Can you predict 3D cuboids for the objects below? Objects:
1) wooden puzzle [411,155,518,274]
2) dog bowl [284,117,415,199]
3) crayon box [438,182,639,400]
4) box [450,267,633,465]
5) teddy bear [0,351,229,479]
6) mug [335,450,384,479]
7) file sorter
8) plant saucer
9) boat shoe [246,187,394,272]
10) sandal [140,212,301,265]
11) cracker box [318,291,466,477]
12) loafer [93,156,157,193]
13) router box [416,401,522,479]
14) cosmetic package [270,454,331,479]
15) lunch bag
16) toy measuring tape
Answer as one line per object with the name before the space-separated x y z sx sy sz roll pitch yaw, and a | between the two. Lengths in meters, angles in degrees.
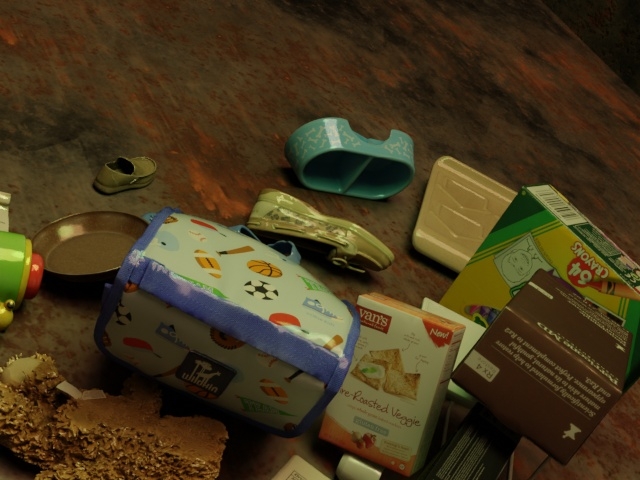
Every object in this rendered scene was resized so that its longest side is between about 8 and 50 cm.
wooden puzzle | 0.357 -0.007 2.233 0.322 0.080 0.348 28 38 -3
dog bowl | 0.069 -0.163 2.143 0.297 0.166 0.074 9 50 -30
crayon box | 0.432 0.131 1.879 0.106 0.313 0.363 -9 49 -48
box | 0.336 0.168 1.506 0.191 0.143 0.381 37 18 11
teddy bear | -0.297 0.261 1.352 0.338 0.113 0.245 13 27 -14
mug | 0.058 0.349 1.546 0.064 0.078 0.062 25 75 8
file sorter | 0.241 0.266 1.677 0.278 0.173 0.193 28 33 -3
plant saucer | -0.360 0.014 1.624 0.198 0.036 0.198 -2 30 1
boat shoe | 0.000 0.000 1.936 0.285 0.104 0.089 24 71 -1
sandal | -0.159 0.021 1.734 0.317 0.138 0.126 22 36 -8
cracker box | 0.105 0.210 1.522 0.156 0.232 0.067 19 9 23
loafer | -0.346 -0.125 1.860 0.056 0.050 0.148 39 34 13
router box | 0.164 0.363 1.426 0.081 0.243 0.309 37 33 11
cosmetic package | -0.067 0.423 1.272 0.153 0.129 0.296 36 34 12
lunch bag | -0.128 0.111 1.440 0.328 0.239 0.385 27 -4 -5
toy measuring tape | -0.474 0.001 1.535 0.121 0.121 0.330 13 37 -25
